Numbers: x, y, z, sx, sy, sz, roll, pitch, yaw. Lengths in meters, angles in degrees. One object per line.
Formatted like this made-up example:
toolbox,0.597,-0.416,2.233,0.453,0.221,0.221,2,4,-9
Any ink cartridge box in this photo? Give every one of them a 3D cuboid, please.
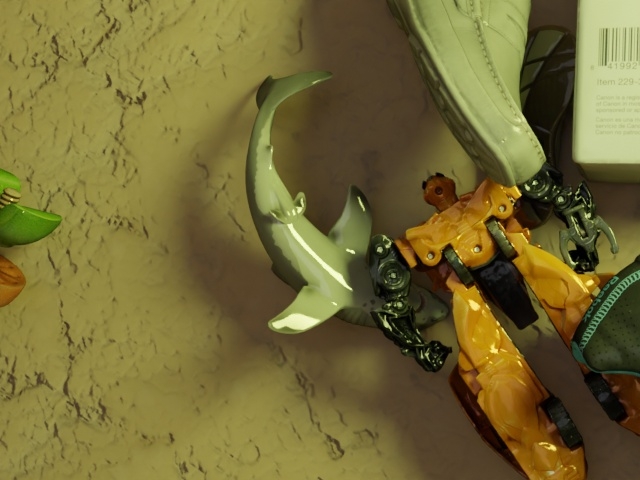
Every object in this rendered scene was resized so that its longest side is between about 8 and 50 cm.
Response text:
ink cartridge box,0.329,-0.202,1.155,0.226,0.131,0.306,2,84,16

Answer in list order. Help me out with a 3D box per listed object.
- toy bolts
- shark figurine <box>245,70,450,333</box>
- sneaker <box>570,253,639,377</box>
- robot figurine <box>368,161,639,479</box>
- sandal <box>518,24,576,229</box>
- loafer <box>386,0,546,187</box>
toy bolts,-0.398,-0.025,1.310,0.228,0.218,0.158,39,101,33
shark figurine,-0.025,-0.013,1.253,0.166,0.116,0.278,-27,85,-23
sneaker,0.341,0.149,1.093,0.139,0.125,0.341,-43,90,-1
robot figurine,0.172,0.069,1.176,0.211,0.085,0.291,-33,84,6
sandal,0.189,-0.100,1.229,0.072,0.049,0.180,8,101,21
loafer,0.127,-0.180,1.173,0.111,0.112,0.319,-24,54,5
